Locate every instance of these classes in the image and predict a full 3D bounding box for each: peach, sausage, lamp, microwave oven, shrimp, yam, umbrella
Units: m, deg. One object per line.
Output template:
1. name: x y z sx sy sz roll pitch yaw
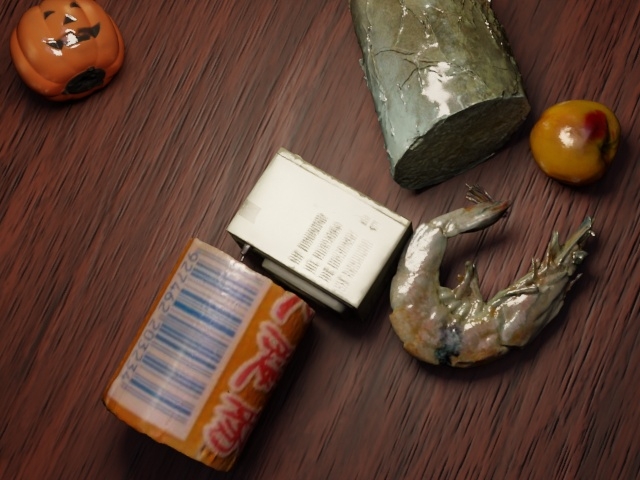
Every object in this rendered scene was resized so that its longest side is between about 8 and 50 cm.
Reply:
1. peach: 0.398 -0.157 1.515 0.138 0.138 0.138 -2 77 7
2. sausage: -0.168 0.171 1.463 0.233 0.233 0.287 26 81 12
3. lamp: -0.433 -0.333 1.634 0.188 0.187 0.163 -28 80 1
4. microwave oven: 0.000 0.000 1.521 0.241 0.145 0.194 30 84 13
5. shrimp: 0.267 0.050 1.488 0.360 0.085 0.247 -32 90 -2
6. yam: 0.178 -0.286 1.532 0.241 0.241 0.348 -17 74 4
7. umbrella: 0.267 -0.067 1.567 0.083 0.020 0.031 39 86 9
